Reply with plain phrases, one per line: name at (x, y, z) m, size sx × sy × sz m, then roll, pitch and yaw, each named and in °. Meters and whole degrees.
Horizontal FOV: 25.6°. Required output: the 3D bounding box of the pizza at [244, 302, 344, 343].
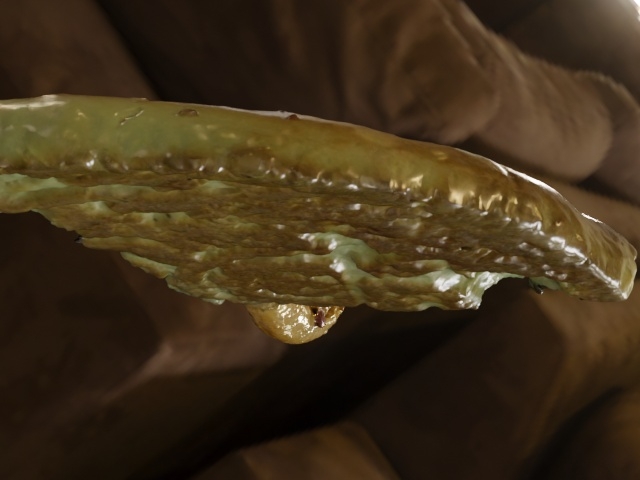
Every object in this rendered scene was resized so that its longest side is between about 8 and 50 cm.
pizza at (0.000, 0.000, 1.550) m, size 0.289 × 0.081 × 0.228 m, roll -4°, pitch 99°, yaw -70°

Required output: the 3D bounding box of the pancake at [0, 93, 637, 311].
pancake at (-0.013, -0.012, 0.646) m, size 0.377 × 0.197 × 0.054 m, roll 12°, pitch 67°, yaw -24°
